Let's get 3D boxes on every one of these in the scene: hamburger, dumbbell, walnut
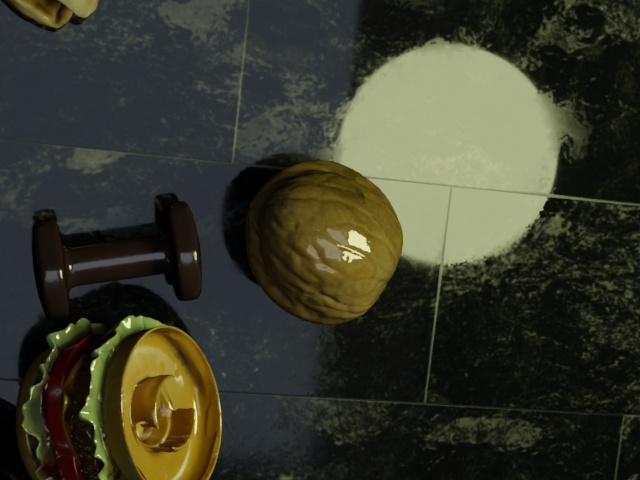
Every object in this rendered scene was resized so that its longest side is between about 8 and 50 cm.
[{"bbox_3d":[-0.282,0.237,1.669,0.212,0.274,0.275,-9,101,25],"label":"hamburger"},{"bbox_3d":[-0.276,0.027,1.701,0.225,0.124,0.140,-7,65,-11],"label":"dumbbell"},{"bbox_3d":[0.000,0.000,1.720,0.227,0.228,0.228,-2,97,-13],"label":"walnut"}]

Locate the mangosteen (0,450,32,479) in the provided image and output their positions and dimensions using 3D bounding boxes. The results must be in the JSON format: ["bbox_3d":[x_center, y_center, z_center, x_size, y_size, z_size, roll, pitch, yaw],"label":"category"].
[{"bbox_3d":[-0.473,0.409,1.628,0.288,0.288,0.288,-2,97,-13],"label":"mangosteen"}]

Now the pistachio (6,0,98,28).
[{"bbox_3d":[-0.382,-0.428,1.602,0.193,0.214,0.318,-9,115,32],"label":"pistachio"}]
